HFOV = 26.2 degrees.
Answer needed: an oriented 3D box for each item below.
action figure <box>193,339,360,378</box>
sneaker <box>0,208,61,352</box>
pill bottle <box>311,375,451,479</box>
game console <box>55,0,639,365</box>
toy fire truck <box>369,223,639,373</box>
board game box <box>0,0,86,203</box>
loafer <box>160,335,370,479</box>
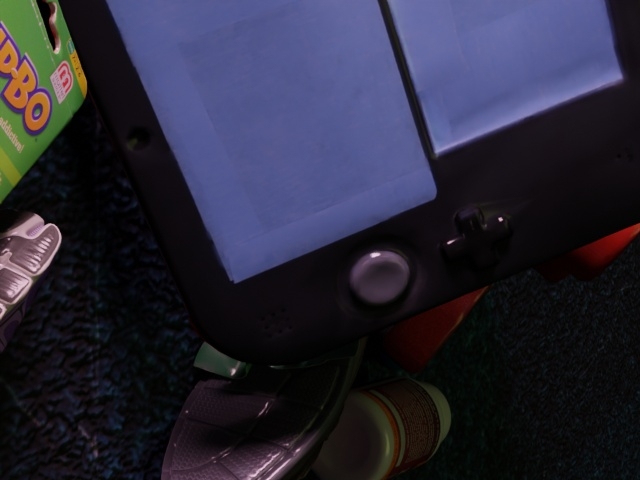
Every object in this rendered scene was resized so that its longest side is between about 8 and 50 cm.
[{"bbox_3d":[0.000,0.000,1.034,0.063,0.137,0.232,66,35,-34],"label":"action figure"},{"bbox_3d":[-0.201,0.057,0.748,0.170,0.068,0.071,-57,161,-19],"label":"sneaker"},{"bbox_3d":[0.055,0.165,1.203,0.152,0.086,0.086,-5,104,-60],"label":"pill bottle"},{"bbox_3d":[0.034,-0.123,0.818,0.060,0.342,0.386,-109,179,-59],"label":"game console"},{"bbox_3d":[0.131,0.006,1.182,0.254,0.169,0.302,-48,179,-4],"label":"toy fire truck"},{"bbox_3d":[-0.198,-0.046,0.658,0.259,0.039,0.124,-57,147,-40],"label":"board game box"},{"bbox_3d":[-0.016,0.109,1.043,0.302,0.109,0.095,-59,150,-36],"label":"loafer"}]
